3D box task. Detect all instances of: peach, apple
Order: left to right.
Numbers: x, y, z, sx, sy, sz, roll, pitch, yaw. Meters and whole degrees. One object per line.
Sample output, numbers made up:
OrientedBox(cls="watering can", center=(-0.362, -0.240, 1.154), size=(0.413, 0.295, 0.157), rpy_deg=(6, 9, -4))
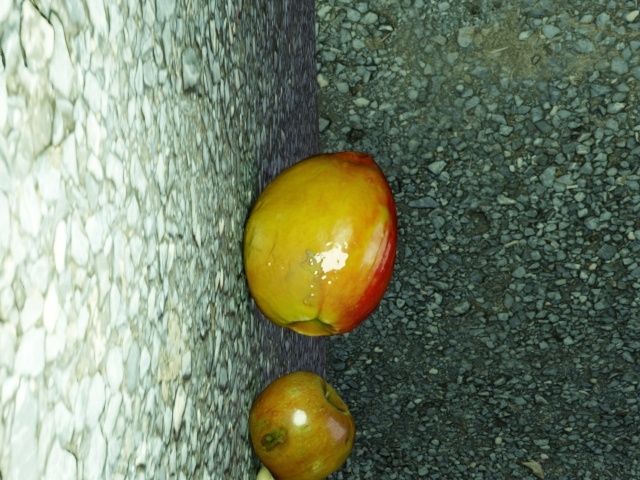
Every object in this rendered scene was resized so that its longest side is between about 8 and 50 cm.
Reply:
OrientedBox(cls="apple", center=(-0.045, 0.392, 1.792), size=(0.237, 0.207, 0.237), rpy_deg=(51, 5, -6))
OrientedBox(cls="peach", center=(0.002, 0.000, 1.667), size=(0.372, 0.290, 0.372), rpy_deg=(10, 90, -86))

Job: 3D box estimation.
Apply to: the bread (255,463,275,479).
OrientedBox(cls="bread", center=(-0.113, 0.615, 1.912), size=(0.316, 0.054, 0.316), rpy_deg=(0, 90, -84))
